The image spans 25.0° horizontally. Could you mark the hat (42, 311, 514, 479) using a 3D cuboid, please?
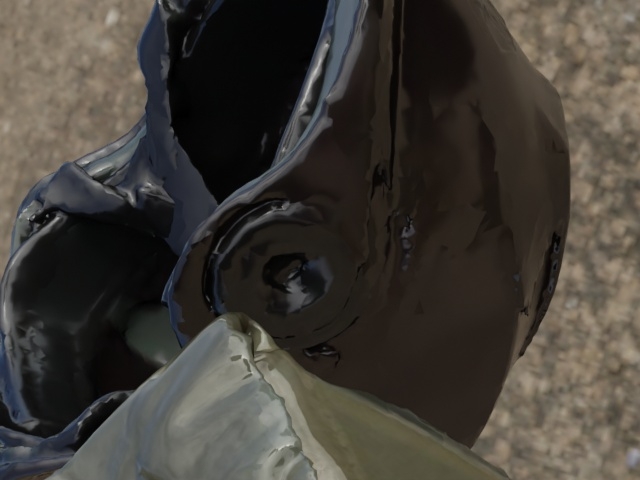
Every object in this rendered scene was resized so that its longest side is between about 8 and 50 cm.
[{"bbox_3d":[-0.016,0.113,0.305,0.245,0.214,0.149,42,104,11],"label":"hat"}]

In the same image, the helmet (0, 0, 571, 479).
[{"bbox_3d":[0.000,0.000,0.561,0.305,0.177,0.225,-49,25,26],"label":"helmet"}]
